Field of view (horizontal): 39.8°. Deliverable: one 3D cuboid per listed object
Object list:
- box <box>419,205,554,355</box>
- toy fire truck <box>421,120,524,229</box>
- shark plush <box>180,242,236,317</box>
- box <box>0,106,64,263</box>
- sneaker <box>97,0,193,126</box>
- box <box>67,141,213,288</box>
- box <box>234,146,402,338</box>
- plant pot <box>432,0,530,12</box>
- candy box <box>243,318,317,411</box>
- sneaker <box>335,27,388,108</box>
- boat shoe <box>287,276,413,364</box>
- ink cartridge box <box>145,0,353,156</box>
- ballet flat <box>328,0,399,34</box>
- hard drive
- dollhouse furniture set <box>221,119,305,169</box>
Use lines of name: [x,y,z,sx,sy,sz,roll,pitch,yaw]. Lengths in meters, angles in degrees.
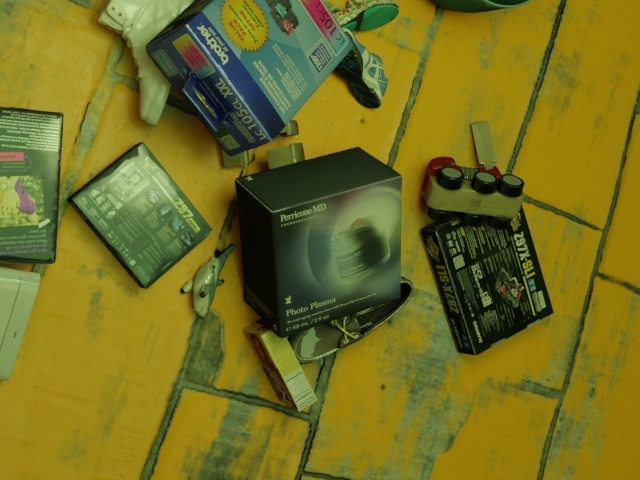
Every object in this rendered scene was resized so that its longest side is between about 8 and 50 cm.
box: [0.400,0.077,2.107,0.257,0.079,0.322,-25,102,-25]
toy fire truck: [0.343,-0.162,2.044,0.217,0.246,0.159,6,122,-9]
shark plush: [-0.227,0.076,1.835,0.067,0.073,0.161,47,50,-39]
box: [-0.553,-0.097,1.592,0.143,0.165,0.271,4,90,-26]
sneaker: [-0.357,-0.378,1.723,0.169,0.108,0.293,13,83,-17]
box: [-0.353,-0.049,1.749,0.183,0.059,0.233,-43,108,-18]
box: [0.000,0.000,1.801,0.296,0.182,0.294,-17,122,-24]
plant pot: [0.335,-0.641,1.966,0.292,0.235,0.293,-1,91,-26]
candy box: [-0.085,0.261,1.861,0.053,0.109,0.187,-30,104,-22]
sneaker: [0.085,-0.386,1.928,0.081,0.080,0.211,-61,141,-24]
boat shoe: [0.063,0.171,1.935,0.324,0.096,0.117,-31,105,-22]
ink cartridge box: [-0.143,-0.353,1.695,0.270,0.151,0.395,52,54,-22]
ballet flat: [0.064,-0.491,1.930,0.241,0.091,0.077,-28,71,-27]
hard drive: [-0.696,0.126,1.537,0.353,0.047,0.233,13,119,-25]
dollhouse furniture set: [-0.123,-0.210,1.873,0.151,0.123,0.144,-8,96,10]
